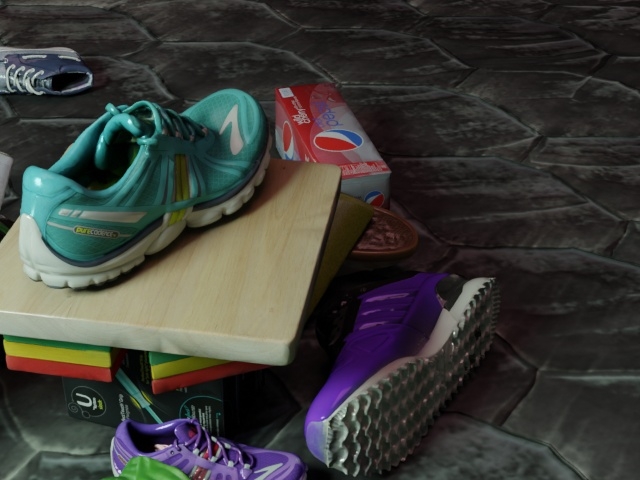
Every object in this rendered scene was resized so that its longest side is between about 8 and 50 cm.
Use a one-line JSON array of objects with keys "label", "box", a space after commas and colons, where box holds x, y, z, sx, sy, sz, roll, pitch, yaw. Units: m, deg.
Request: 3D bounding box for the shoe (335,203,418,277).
[{"label": "shoe", "box": [0.000, 0.000, 1.222, 0.219, 0.058, 0.076, 5, 53, 8]}]

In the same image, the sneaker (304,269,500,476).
[{"label": "sneaker", "box": [0.046, 0.110, 1.026, 0.146, 0.102, 0.293, 15, 30, 29]}]

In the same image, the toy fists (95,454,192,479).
[{"label": "toy fists", "box": [-0.096, 0.253, 0.788, 0.279, 0.096, 0.142, 22, 38, 28]}]

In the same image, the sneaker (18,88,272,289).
[{"label": "sneaker", "box": [-0.130, -0.063, 0.879, 0.107, 0.110, 0.275, 19, 38, 25]}]

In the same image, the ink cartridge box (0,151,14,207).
[{"label": "ink cartridge box", "box": [-0.347, 0.055, 0.992, 0.045, 0.223, 0.224, 22, 26, -21]}]

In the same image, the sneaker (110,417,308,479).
[{"label": "sneaker", "box": [-0.096, 0.185, 0.919, 0.170, 0.071, 0.068, 5, 32, 6]}]

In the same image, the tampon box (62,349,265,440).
[{"label": "tampon box", "box": [-0.143, 0.102, 1.002, 0.161, 0.120, 0.101, 11, 34, 15]}]

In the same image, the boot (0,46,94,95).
[{"label": "boot", "box": [-0.429, -0.242, 1.596, 0.190, 0.069, 0.086, -14, 32, -25]}]

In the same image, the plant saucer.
[{"label": "plant saucer", "box": [-0.067, -0.010, 1.170, 0.188, 0.045, 0.188, 23, 62, 20]}]

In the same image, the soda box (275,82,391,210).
[{"label": "soda box", "box": [0.010, -0.100, 1.355, 0.083, 0.092, 0.263, -7, 32, -12]}]

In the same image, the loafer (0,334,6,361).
[{"label": "loafer", "box": [-0.265, 0.066, 1.101, 0.078, 0.076, 0.223, 29, 43, 34]}]

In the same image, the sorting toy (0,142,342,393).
[{"label": "sorting toy", "box": [-0.125, 0.026, 0.927, 0.255, 0.089, 0.257, 6, 34, 7]}]

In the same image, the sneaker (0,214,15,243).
[{"label": "sneaker", "box": [-0.445, -0.025, 1.193, 0.343, 0.134, 0.146, 16, 28, 18]}]
